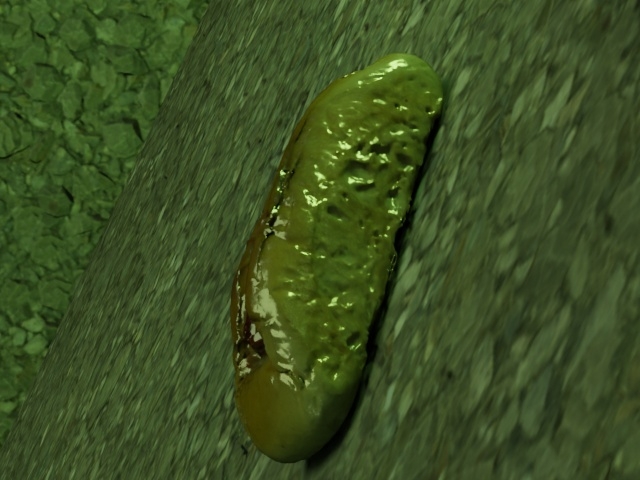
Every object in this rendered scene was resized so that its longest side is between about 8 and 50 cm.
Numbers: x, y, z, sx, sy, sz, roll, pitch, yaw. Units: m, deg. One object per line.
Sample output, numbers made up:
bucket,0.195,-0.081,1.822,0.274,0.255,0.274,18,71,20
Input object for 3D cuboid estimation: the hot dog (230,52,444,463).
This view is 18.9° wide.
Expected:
hot dog,0.000,0.000,1.018,0.084,0.073,0.243,124,167,-59
